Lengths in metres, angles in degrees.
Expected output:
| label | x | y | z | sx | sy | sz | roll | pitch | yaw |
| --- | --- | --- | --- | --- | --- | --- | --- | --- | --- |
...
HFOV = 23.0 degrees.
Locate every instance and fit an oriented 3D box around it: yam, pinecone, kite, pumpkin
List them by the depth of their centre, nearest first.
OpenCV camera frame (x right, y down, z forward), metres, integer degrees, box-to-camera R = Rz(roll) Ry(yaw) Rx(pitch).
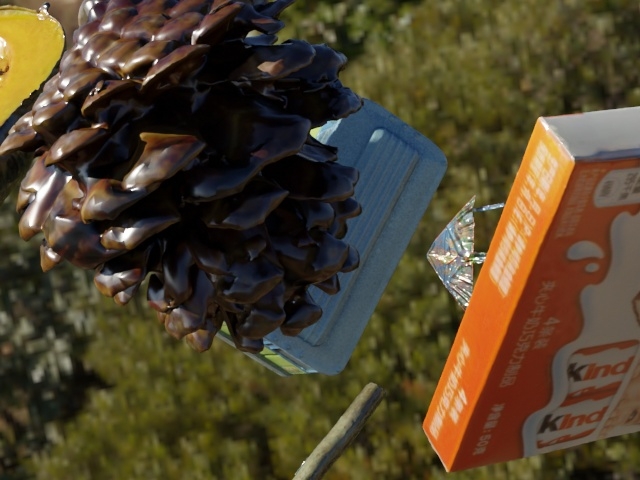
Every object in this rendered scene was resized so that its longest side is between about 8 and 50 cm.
| label | x | y | z | sx | sy | sz | roll | pitch | yaw |
| --- | --- | --- | --- | --- | --- | --- | --- | --- | --- |
| pinecone | -0.052 | -0.030 | 0.677 | 0.173 | 0.174 | 0.173 | -9 | 16 | 3 |
| yam | -0.012 | 0.228 | 1.533 | 0.029 | 0.027 | 0.234 | 31 | 63 | 21 |
| pumpkin | -0.325 | -0.142 | 1.700 | 0.163 | 0.111 | 0.278 | -27 | 43 | 0 |
| kite | 0.212 | 0.024 | 2.314 | 0.010 | 0.183 | 0.160 | -1 | 2 | -44 |

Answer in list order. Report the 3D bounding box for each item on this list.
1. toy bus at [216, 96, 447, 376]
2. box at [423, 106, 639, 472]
| label | x | y | z | sx | sy | sz | roll | pitch | yaw |
| --- | --- | --- | --- | --- | --- | --- | --- | --- | --- |
| toy bus | 0.000 | 0.000 | 1.883 | 0.312 | 0.152 | 0.190 | -62 | 17 | -16 |
| box | 0.218 | 0.025 | 0.987 | 0.265 | 0.273 | 0.048 | -9 | 46 | -23 |
